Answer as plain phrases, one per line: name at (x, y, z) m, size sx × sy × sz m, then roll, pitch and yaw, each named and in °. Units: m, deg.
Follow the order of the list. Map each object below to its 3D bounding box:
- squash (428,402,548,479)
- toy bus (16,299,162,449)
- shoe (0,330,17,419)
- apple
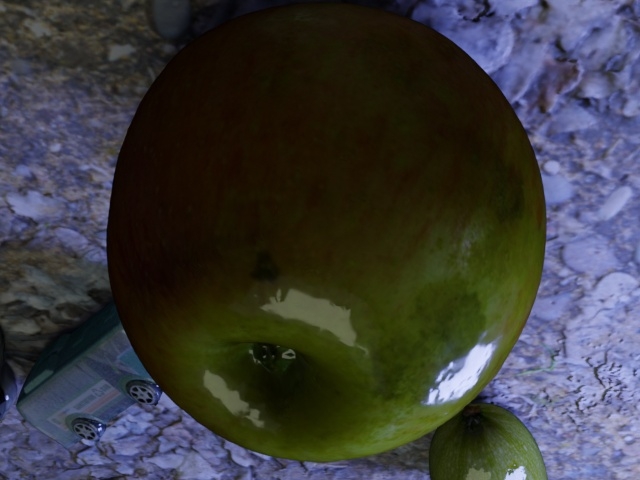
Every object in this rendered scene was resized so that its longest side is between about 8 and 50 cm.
squash at (0.183, 0.267, 1.451) m, size 0.132 × 0.133 × 0.247 m, roll -3°, pitch 143°, yaw 14°
toy bus at (-0.223, 0.134, 1.386) m, size 0.109 × 0.091 × 0.261 m, roll 37°, pitch 134°, yaw -19°
shoe at (-0.396, 0.181, 1.445) m, size 0.099 × 0.126 × 0.228 m, roll 6°, pitch 142°, yaw -3°
apple at (0.000, 0.000, 0.982) m, size 0.339 × 0.340 × 0.340 m, roll 5°, pitch 144°, yaw 4°
